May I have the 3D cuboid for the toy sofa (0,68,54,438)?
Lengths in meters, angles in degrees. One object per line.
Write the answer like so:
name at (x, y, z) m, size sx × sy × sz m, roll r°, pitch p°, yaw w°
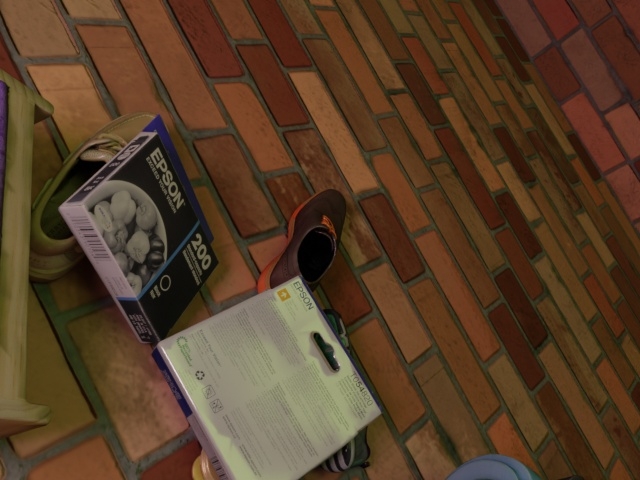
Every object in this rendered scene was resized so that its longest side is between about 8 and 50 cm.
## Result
toy sofa at (-0.355, -0.001, 0.529) m, size 0.177 × 0.150 × 0.363 m, roll 41°, pitch 34°, yaw -60°

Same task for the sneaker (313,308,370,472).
sneaker at (0.026, 0.214, 0.864) m, size 0.098 × 0.083 × 0.224 m, roll 29°, pitch 52°, yaw -52°

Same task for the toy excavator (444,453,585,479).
toy excavator at (0.129, 0.425, 0.706) m, size 0.445 × 0.222 × 0.433 m, roll 35°, pitch 44°, yaw -18°

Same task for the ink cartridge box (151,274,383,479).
ink cartridge box at (-0.061, 0.181, 0.755) m, size 0.224 × 0.045 × 0.223 m, roll -24°, pitch 77°, yaw -36°

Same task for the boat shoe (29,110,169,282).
boat shoe at (-0.264, -0.078, 0.745) m, size 0.109 × 0.098 × 0.302 m, roll 42°, pitch 43°, yaw -15°

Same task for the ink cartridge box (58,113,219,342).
ink cartridge box at (-0.196, -0.019, 0.737) m, size 0.208 × 0.045 × 0.206 m, roll -64°, pitch 145°, yaw -46°

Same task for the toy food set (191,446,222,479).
toy food set at (-0.110, 0.269, 0.726) m, size 0.082 × 0.020 × 0.083 m, roll 40°, pitch 43°, yaw -17°

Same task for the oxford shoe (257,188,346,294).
oxford shoe at (0.000, 0.000, 0.943) m, size 0.097 × 0.098 × 0.271 m, roll 41°, pitch 43°, yaw -16°
